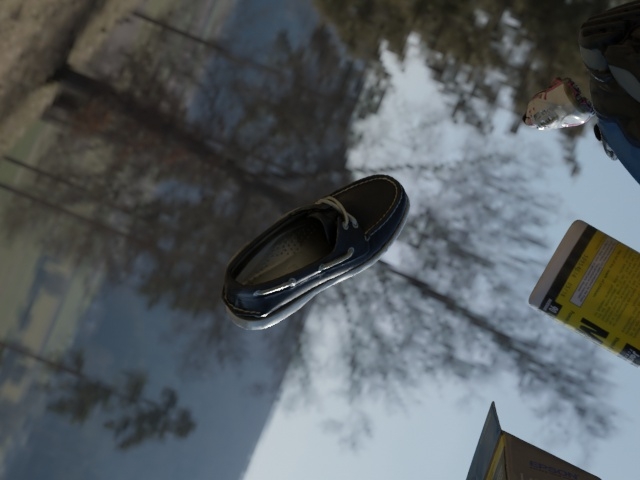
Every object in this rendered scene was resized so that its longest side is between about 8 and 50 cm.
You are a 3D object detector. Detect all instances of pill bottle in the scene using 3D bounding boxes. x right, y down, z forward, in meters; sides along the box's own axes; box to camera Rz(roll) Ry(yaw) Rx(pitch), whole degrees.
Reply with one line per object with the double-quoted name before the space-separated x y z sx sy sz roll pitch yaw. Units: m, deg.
"pill bottle" 0.354 0.074 1.677 0.119 0.208 0.119 -57 170 -16

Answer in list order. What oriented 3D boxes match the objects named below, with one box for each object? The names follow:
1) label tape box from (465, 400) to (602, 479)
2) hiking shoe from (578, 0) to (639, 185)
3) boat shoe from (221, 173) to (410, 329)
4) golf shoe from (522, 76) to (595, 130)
"label tape box" 0.181 0.329 1.344 0.333 0.106 0.240 -78 -177 -71
"hiking shoe" 0.297 -0.056 1.020 0.304 0.113 0.132 53 -18 46
"boat shoe" 0.000 0.000 1.913 0.302 0.114 0.091 -41 152 -23
"golf shoe" 0.330 -0.180 2.045 0.086 0.067 0.186 -39 -176 3
